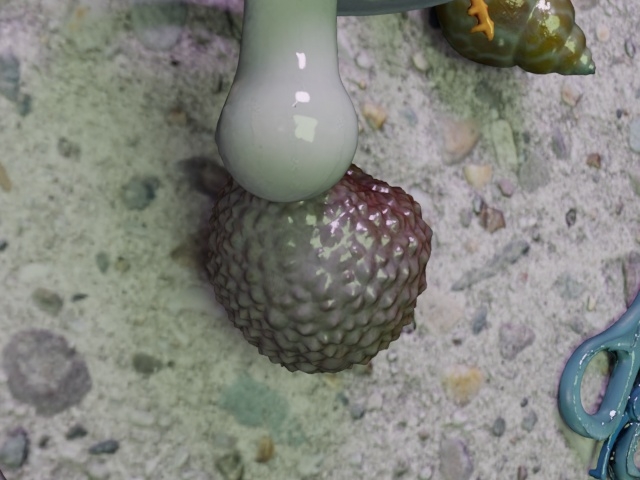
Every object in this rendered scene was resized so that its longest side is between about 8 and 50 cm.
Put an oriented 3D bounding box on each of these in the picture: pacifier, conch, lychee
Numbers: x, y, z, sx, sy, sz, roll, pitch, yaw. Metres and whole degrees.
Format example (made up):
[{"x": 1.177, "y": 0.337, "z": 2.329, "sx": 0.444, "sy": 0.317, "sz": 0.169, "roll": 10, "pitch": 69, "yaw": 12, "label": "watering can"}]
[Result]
[{"x": -0.027, "y": -0.138, "z": 0.532, "sx": 0.299, "sy": 0.244, "sz": 0.233, "roll": 4, "pitch": 82, "yaw": -38, "label": "pacifier"}, {"x": 0.152, "y": -0.218, "z": 0.739, "sx": 0.116, "sy": 0.106, "sz": 0.173, "roll": 7, "pitch": 72, "yaw": -48, "label": "conch"}, {"x": 0.000, "y": 0.000, "z": 0.615, "sx": 0.165, "sy": 0.165, "sz": 0.197, "roll": 10, "pitch": 105, "yaw": -29, "label": "lychee"}]

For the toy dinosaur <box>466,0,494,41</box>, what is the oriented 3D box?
[{"x": 0.067, "y": -0.274, "z": 0.682, "sx": 0.070, "sy": 0.117, "sz": 0.288, "roll": -23, "pitch": 86, "yaw": -15, "label": "toy dinosaur"}]

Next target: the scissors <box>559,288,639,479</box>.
[{"x": 0.363, "y": 0.067, "z": 0.894, "sx": 0.180, "sy": 0.032, "sz": 0.393, "roll": 35, "pitch": 73, "yaw": -25, "label": "scissors"}]

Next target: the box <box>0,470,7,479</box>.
[{"x": -0.257, "y": 0.245, "z": 0.377, "sx": 0.312, "sy": 0.314, "sz": 0.300, "roll": -29, "pitch": 101, "yaw": -27, "label": "box"}]
